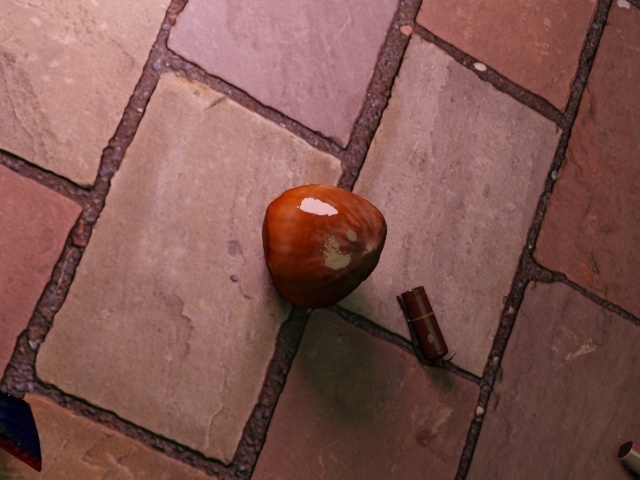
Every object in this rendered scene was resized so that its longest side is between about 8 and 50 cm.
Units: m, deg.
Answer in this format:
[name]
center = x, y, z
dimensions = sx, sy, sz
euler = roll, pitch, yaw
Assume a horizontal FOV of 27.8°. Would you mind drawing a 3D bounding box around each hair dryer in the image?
[hair dryer]
center = 0.496, 0.404, 2.030
dimensions = 0.106, 0.054, 0.154
euler = 33, 71, -12

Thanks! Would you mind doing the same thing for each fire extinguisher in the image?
[fire extinguisher]
center = 0.159, 0.135, 1.925
dimensions = 0.056, 0.039, 0.132
euler = -21, 89, 4

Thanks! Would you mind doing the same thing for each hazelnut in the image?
[hazelnut]
center = 0.000, 0.000, 1.801
dimensions = 0.182, 0.182, 0.182
euler = 6, 76, -25

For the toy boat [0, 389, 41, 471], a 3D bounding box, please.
[toy boat]
center = -0.493, 0.287, 1.568
dimensions = 0.318, 0.072, 0.219
euler = -44, 102, -17
